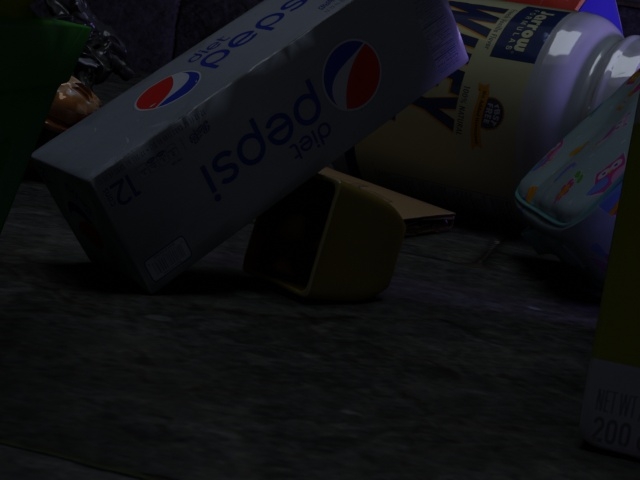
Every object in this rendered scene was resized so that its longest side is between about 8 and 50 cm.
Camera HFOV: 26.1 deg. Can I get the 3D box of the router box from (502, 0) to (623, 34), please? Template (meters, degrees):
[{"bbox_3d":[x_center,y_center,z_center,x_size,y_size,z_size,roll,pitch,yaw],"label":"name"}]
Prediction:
[{"bbox_3d":[0.231,-0.194,1.685,0.301,0.335,0.082,15,55,37],"label":"router box"}]

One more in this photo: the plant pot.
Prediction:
[{"bbox_3d":[0.010,-0.001,0.951,0.083,0.081,0.081,14,4,-37],"label":"plant pot"}]

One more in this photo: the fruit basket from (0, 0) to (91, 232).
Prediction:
[{"bbox_3d":[-0.228,-0.127,0.580,0.283,0.392,0.392,10,9,1],"label":"fruit basket"}]

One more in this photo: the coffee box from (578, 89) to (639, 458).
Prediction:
[{"bbox_3d":[0.347,-0.049,0.753,0.337,0.334,0.338,11,9,15],"label":"coffee box"}]

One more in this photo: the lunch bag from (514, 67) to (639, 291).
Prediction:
[{"bbox_3d":[0.275,-0.057,1.157,0.108,0.224,0.279,44,5,-5],"label":"lunch bag"}]

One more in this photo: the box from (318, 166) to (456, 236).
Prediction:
[{"bbox_3d":[0.010,-0.045,1.335,0.201,0.021,0.164,21,13,25],"label":"box"}]

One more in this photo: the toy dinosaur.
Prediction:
[{"bbox_3d":[-0.262,-0.117,1.308,0.322,0.164,0.218,46,17,-16],"label":"toy dinosaur"}]

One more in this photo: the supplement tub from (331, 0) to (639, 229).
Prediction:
[{"bbox_3d":[0.191,-0.136,1.466,0.325,0.235,0.235,14,10,29],"label":"supplement tub"}]

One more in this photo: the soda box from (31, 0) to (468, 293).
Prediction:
[{"bbox_3d":[-0.042,-0.089,0.920,0.286,0.091,0.098,-38,30,-21],"label":"soda box"}]
